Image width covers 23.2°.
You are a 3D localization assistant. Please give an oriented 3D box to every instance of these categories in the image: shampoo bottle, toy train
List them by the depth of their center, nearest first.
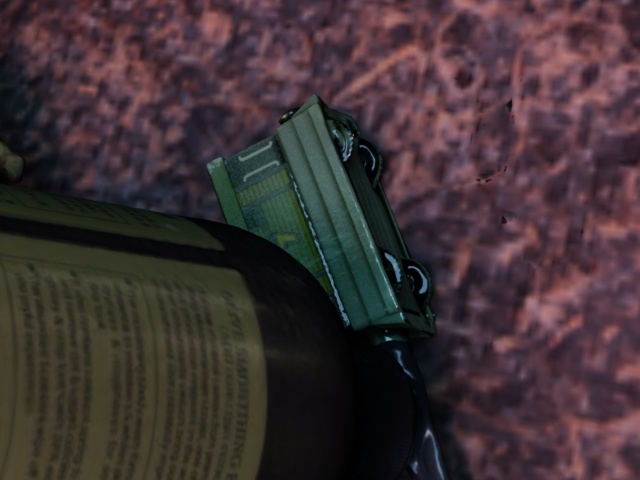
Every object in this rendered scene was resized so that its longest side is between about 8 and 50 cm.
[{"bbox_3d":[-0.063,0.040,0.388,0.101,0.283,0.101,-8,78,41],"label":"shampoo bottle"},{"bbox_3d":[0.000,0.000,0.523,0.056,0.038,0.093,-26,71,15],"label":"toy train"}]

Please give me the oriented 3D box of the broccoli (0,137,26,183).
[{"bbox_3d":[-0.250,0.021,0.501,0.334,0.272,0.324,-18,111,4],"label":"broccoli"}]
